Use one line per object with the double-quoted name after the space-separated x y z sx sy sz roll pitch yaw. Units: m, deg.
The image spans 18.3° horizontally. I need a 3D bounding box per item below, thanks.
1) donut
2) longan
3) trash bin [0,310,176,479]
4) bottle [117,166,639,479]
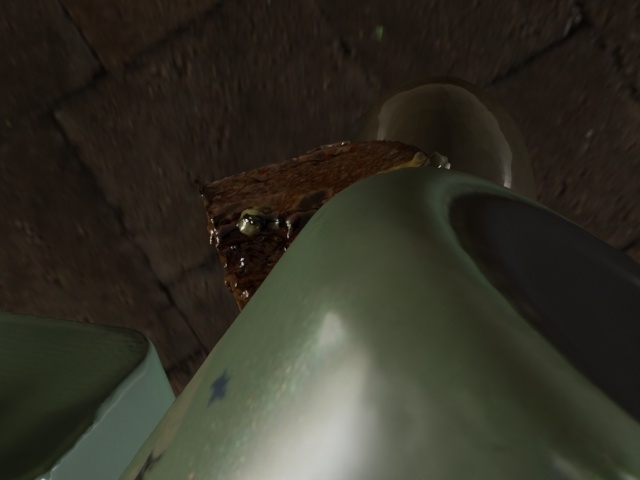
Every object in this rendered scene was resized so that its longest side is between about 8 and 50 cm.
0.010 -0.004 1.408 0.187 0.144 0.126 -14 111 6 "donut"
0.107 -0.044 1.875 0.197 0.196 0.220 25 99 3 "longan"
-0.143 0.214 1.016 0.223 0.343 0.158 6 38 33 "trash bin"
-0.021 0.158 0.456 0.168 0.168 0.347 38 107 5 "bottle"
